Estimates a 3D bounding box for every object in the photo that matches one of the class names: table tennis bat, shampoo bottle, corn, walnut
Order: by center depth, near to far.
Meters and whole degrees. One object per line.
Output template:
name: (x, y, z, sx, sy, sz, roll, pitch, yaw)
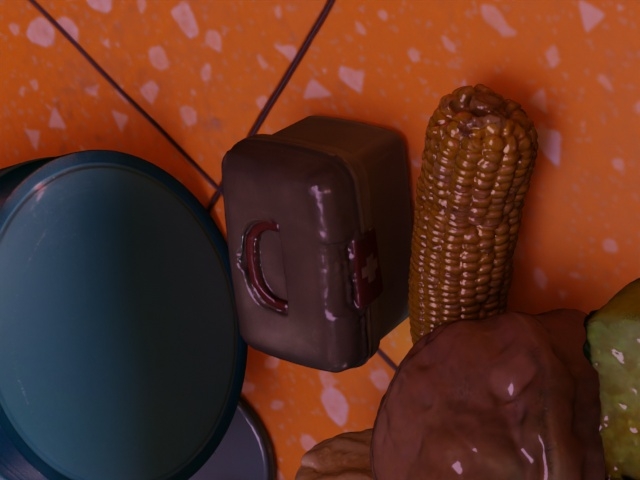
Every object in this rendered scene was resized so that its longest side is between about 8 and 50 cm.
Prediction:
walnut: (0.164, 0.180, 1.627, 0.248, 0.248, 0.248, 20, 124, 32)
corn: (0.126, 0.002, 1.680, 0.101, 0.101, 0.292, 24, 130, 29)
shampoo bottle: (-0.305, 0.099, 1.929, 0.342, 0.331, 0.331, -11, 106, 43)
table tennis bat: (-0.107, 0.256, 2.056, 0.153, 0.040, 0.244, 7, 114, 35)

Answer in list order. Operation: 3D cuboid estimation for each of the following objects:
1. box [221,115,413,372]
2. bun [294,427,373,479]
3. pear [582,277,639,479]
box: (0.000, 0.000, 1.758, 0.148, 0.129, 0.210, 14, 122, 34)
bun: (0.074, 0.255, 1.778, 0.220, 0.220, 0.134, 47, 129, 10)
pear: (0.376, 0.188, 1.458, 0.318, 0.238, 0.342, 11, 118, 39)
